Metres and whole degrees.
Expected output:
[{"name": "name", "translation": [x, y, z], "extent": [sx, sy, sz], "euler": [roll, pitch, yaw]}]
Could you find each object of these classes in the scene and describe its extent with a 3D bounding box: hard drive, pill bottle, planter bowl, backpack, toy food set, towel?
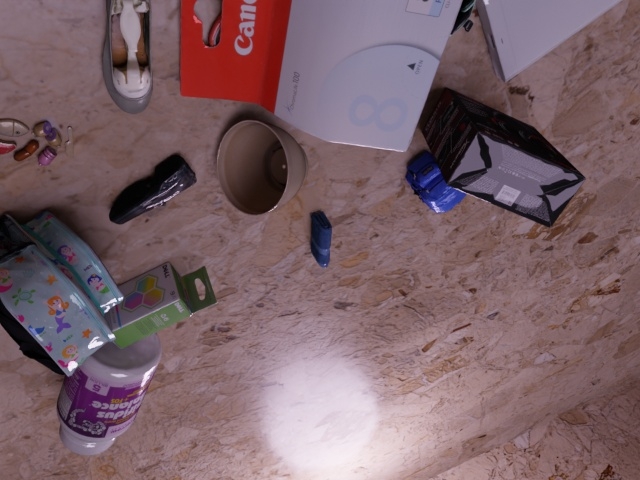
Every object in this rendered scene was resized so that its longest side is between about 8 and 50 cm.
[{"name": "hard drive", "translation": [0.447, -0.465, 1.028], "extent": [0.307, 0.040, 0.203], "euler": [-35, 137, 6]}, {"name": "pill bottle", "translation": [-0.458, 0.316, 1.168], "extent": [0.169, 0.169, 0.302], "euler": [7, 126, -33]}, {"name": "planter bowl", "translation": [-0.090, -0.131, 0.980], "extent": [0.109, 0.162, 0.162], "euler": [-16, 143, -55]}, {"name": "backpack", "translation": [-0.446, 0.090, 0.907], "extent": [0.191, 0.253, 0.225], "euler": [-36, 140, -23]}, {"name": "backpack", "translation": [0.244, -0.122, 1.177], "extent": [0.098, 0.120, 0.101], "euler": [-42, 136, 13]}, {"name": "toy food set", "translation": [-0.448, -0.148, 0.850], "extent": [0.122, 0.019, 0.078], "euler": [-4, 131, -25]}, {"name": "towel", "translation": [0.000, 0.000, 1.196], "extent": [0.029, 0.067, 0.120], "euler": [-14, 135, -19]}]

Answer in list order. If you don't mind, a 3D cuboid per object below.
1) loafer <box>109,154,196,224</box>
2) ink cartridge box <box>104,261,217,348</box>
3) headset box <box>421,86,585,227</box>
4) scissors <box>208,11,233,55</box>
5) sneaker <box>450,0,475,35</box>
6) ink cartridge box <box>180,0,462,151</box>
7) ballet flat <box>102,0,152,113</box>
[{"name": "loafer", "translation": [-0.294, -0.077, 0.973], "extent": [0.170, 0.062, 0.061], "euler": [-33, 142, 5]}, {"name": "ink cartridge box", "translation": [-0.324, 0.116, 1.098], "extent": [0.209, 0.109, 0.062], "euler": [-25, 138, -5]}, {"name": "headset box", "translation": [0.326, -0.172, 1.045], "extent": [0.217, 0.293, 0.110], "euler": [21, 118, -11]}, {"name": "scissors", "translation": [-0.052, -0.388, 0.841], "extent": [0.297, 0.021, 0.109], "euler": [-45, 133, 18]}, {"name": "sneaker", "translation": [0.224, -0.440, 0.849], "extent": [0.094, 0.151, 0.256], "euler": [6, 125, -30]}, {"name": "ink cartridge box", "translation": [-0.012, -0.298, 0.807], "extent": [0.384, 0.091, 0.308], "euler": [4, 136, -11]}, {"name": "ballet flat", "translation": [-0.278, -0.269, 0.795], "extent": [0.072, 0.068, 0.213], "euler": [-7, 133, -23]}]
